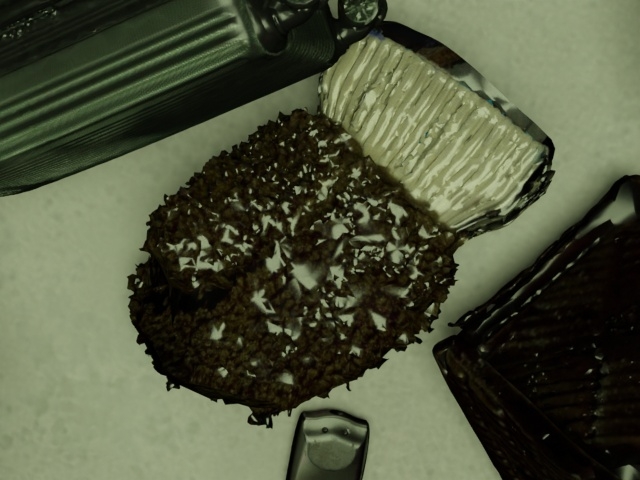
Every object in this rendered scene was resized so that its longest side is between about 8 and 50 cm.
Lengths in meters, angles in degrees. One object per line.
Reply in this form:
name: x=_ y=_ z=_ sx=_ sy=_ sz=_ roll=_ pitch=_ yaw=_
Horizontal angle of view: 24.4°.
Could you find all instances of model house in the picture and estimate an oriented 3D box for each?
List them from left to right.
model house: x=0.258 y=0.139 z=1.051 sx=0.283 sy=0.297 sz=0.317 roll=-16 pitch=122 yaw=32

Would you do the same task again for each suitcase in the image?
suitcase: x=-0.128 y=-0.124 z=0.921 sx=0.312 sy=0.202 sz=0.128 roll=-20 pitch=89 yaw=15

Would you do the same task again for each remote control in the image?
remote control: x=-0.007 y=0.230 z=1.121 sx=0.059 sy=0.028 sz=0.212 roll=9 pitch=102 yaw=-4

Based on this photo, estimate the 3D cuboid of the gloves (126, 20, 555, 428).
gloves: x=-0.003 y=-0.004 z=1.017 sx=0.210 sy=0.135 sz=0.312 roll=36 pitch=99 yaw=-12
